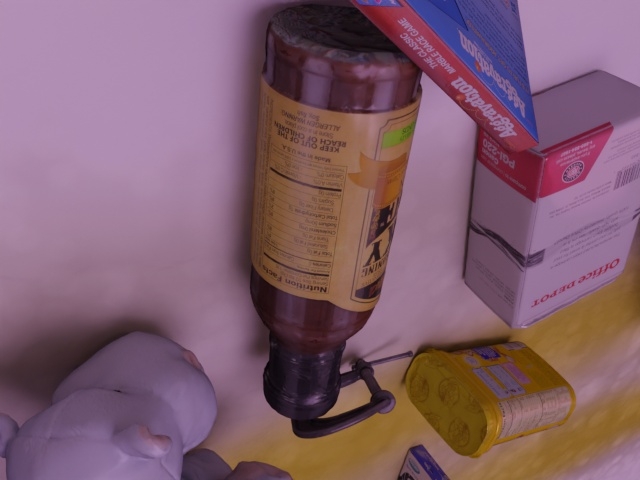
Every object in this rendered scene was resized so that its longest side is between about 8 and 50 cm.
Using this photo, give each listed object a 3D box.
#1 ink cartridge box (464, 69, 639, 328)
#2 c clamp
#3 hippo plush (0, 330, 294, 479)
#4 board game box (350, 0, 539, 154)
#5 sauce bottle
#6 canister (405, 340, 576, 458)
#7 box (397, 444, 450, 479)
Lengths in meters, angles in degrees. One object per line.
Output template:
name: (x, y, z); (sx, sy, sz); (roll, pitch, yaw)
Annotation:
ink cartridge box: (0.236, -0.037, 0.700); (0.159, 0.092, 0.217); (-23, 132, -20)
c clamp: (0.032, 0.145, 0.685); (0.137, 0.160, 0.022); (-17, 97, 2)
hippo plush: (-0.166, 0.207, 0.534); (0.235, 0.294, 0.236); (-11, 114, 21)
board game box: (0.059, -0.175, 0.434); (0.027, 0.144, 0.281); (-19, 149, 34)
sauce bottle: (0.000, 0.000, 0.549); (0.112, 0.111, 0.344); (-14, 132, -27)
canister: (0.203, 0.178, 0.827); (0.170, 0.126, 0.073); (-1, 124, -37)
box: (0.138, 0.340, 0.943); (0.028, 0.081, 0.136); (-8, 128, -32)
